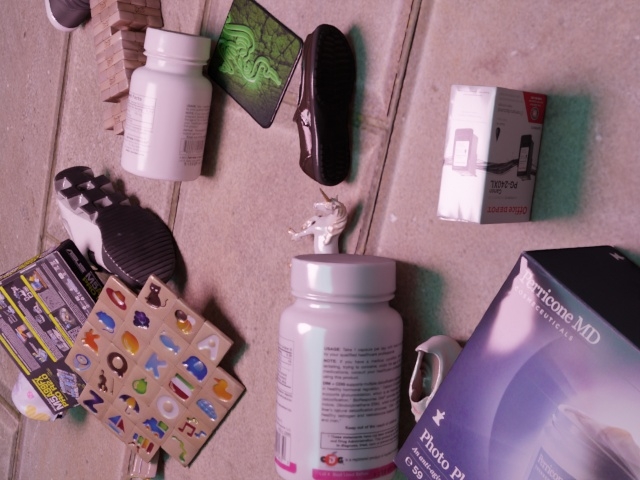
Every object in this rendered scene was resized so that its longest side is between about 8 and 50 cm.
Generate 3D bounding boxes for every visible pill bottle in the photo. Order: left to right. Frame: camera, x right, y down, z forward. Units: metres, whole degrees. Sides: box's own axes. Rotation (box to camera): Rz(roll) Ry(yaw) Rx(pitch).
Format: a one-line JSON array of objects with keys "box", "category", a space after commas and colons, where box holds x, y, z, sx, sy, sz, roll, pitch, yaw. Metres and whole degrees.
[{"box": [-0.243, -0.219, 1.431, 0.131, 0.131, 0.229, 23, 109, 43], "category": "pill bottle"}, {"box": [0.025, 0.163, 1.146, 0.160, 0.160, 0.283, 7, 97, 46], "category": "pill bottle"}]

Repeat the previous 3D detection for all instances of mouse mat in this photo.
[{"box": [-0.105, -0.281, 1.377, 0.189, 0.007, 0.152, 46, 123, 36], "category": "mouse mat"}]

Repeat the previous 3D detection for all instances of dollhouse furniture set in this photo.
[{"box": [-0.306, 0.445, 1.605, 0.076, 0.059, 0.151, -17, 60, 53], "category": "dollhouse furniture set"}]

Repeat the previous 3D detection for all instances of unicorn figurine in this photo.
[{"box": [0.000, 0.000, 1.248, 0.111, 0.060, 0.161, -4, 105, 46], "category": "unicorn figurine"}]

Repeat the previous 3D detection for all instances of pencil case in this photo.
[{"box": [-0.506, 0.217, 1.707, 0.124, 0.114, 0.273, 48, 124, 42], "category": "pencil case"}]

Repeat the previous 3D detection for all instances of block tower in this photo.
[{"box": [-0.333, -0.347, 1.550, 0.091, 0.097, 0.335, -14, 80, 45], "category": "block tower"}]

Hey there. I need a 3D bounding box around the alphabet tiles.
[{"box": [-0.284, 0.223, 1.487, 0.285, 0.011, 0.342, 40, 123, 6], "category": "alphabet tiles"}]

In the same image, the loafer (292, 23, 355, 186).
[{"box": [-0.008, -0.185, 1.223, 0.078, 0.080, 0.220, 8, 97, 45], "category": "loafer"}]

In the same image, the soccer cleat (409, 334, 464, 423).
[{"box": [0.139, 0.214, 1.090, 0.068, 0.076, 0.196, 3, 94, 46], "category": "soccer cleat"}]

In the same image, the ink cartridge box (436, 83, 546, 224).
[{"box": [0.192, -0.094, 0.997, 0.063, 0.109, 0.150, 12, 101, 42], "category": "ink cartridge box"}]

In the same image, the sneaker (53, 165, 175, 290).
[{"box": [-0.366, 0.008, 1.600, 0.330, 0.122, 0.146, 43, 139, 35], "category": "sneaker"}]

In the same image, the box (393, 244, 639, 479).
[{"box": [0.273, 0.205, 0.876, 0.296, 0.183, 0.294, 45, 121, 35], "category": "box"}]

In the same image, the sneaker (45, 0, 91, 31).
[{"box": [-0.468, -0.559, 1.682, 0.147, 0.105, 0.295, -10, 90, 44], "category": "sneaker"}]

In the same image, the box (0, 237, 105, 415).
[{"box": [-0.459, 0.157, 1.579, 0.216, 0.060, 0.270, -26, 106, 20], "category": "box"}]
